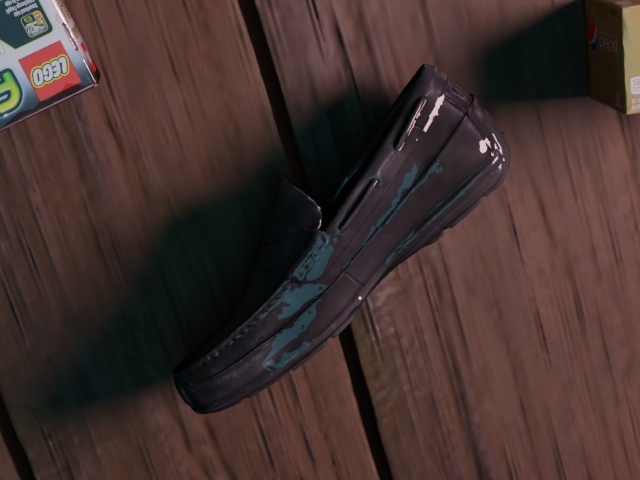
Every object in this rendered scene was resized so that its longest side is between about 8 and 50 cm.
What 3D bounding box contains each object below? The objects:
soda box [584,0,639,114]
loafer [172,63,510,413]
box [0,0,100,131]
[{"bbox_3d":[0.238,-0.110,0.693,0.181,0.061,0.058,-9,106,-5],"label":"soda box"},{"bbox_3d":[0.000,0.000,0.690,0.223,0.076,0.078,-43,102,1],"label":"loafer"},{"bbox_3d":[-0.229,-0.086,0.650,0.207,0.036,0.114,-25,108,0],"label":"box"}]
